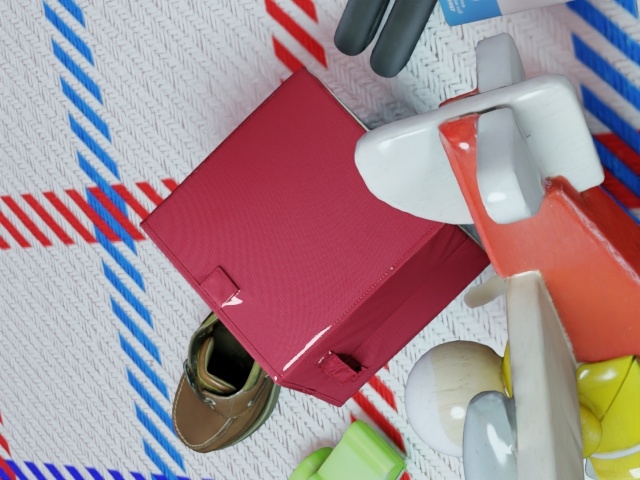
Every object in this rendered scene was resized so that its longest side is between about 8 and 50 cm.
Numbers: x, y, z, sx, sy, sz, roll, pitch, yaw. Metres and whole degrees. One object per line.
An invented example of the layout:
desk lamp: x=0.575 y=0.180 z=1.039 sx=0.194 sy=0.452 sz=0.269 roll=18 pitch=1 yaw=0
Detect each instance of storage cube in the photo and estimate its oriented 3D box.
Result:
storage cube: x=0.000 y=0.000 z=1.332 sx=0.193 sy=0.183 sz=0.215 roll=-44 pitch=69 yaw=5

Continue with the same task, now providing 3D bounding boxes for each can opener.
can opener: x=0.094 y=-0.263 z=1.294 sx=0.076 sy=0.095 sz=0.283 roll=32 pitch=137 yaw=6

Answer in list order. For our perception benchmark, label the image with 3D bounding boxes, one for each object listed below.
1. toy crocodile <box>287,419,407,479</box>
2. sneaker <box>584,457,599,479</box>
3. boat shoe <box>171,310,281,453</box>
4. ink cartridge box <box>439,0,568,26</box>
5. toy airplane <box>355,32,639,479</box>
toy crocodile: x=-0.014 y=0.307 z=1.560 sx=0.115 sy=0.105 sz=0.340 roll=48 pitch=131 yaw=20
sneaker: x=0.258 y=0.144 z=1.292 sx=0.058 sy=0.052 sz=0.135 roll=18 pitch=124 yaw=27
boat shoe: x=-0.091 y=0.116 z=1.565 sx=0.111 sy=0.104 sz=0.307 roll=49 pitch=132 yaw=19
ink cartridge box: x=0.186 y=-0.251 z=1.147 sx=0.231 sy=0.078 sz=0.134 roll=-9 pitch=117 yaw=27
toy airplane: x=0.152 y=0.055 z=1.096 sx=0.272 sy=0.386 sz=0.384 roll=-36 pitch=71 yaw=28
